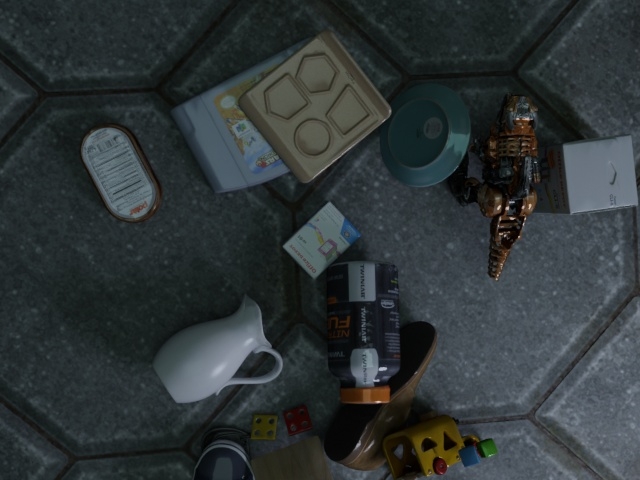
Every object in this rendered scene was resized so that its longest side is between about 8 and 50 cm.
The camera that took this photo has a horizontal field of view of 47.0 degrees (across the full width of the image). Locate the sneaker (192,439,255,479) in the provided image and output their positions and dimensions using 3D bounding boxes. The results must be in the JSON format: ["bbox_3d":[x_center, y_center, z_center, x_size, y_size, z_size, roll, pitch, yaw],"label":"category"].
[{"bbox_3d":[-0.181,0.530,1.319,0.126,0.127,0.321,4,95,-1],"label":"sneaker"}]

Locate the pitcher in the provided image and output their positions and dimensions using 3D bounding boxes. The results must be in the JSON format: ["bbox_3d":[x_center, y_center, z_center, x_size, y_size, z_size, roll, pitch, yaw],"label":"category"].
[{"bbox_3d":[-0.180,0.219,1.324,0.207,0.125,0.178,-32,111,-14],"label":"pitcher"}]

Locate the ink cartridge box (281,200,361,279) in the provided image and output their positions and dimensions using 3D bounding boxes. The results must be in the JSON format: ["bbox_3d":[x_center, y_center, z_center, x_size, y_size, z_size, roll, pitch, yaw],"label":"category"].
[{"bbox_3d":[0.000,0.000,1.355,0.122,0.052,0.088,-44,96,-1],"label":"ink cartridge box"}]

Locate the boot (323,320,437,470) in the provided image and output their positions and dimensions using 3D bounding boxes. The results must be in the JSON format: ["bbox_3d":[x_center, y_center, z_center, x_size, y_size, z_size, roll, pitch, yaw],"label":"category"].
[{"bbox_3d":[0.132,0.292,1.377,0.115,0.112,0.305,38,84,-36],"label":"boot"}]

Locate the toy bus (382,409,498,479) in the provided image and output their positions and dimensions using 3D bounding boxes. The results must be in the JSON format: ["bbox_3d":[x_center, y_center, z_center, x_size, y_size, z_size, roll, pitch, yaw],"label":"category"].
[{"bbox_3d":[0.211,0.368,1.349,0.191,0.202,0.104,-22,77,4],"label":"toy bus"}]

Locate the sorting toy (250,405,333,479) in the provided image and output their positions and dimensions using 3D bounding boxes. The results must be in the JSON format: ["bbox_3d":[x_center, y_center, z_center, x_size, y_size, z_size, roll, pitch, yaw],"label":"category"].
[{"bbox_3d":[-0.046,0.432,1.325,0.132,0.046,0.274,-20,57,-4],"label":"sorting toy"}]

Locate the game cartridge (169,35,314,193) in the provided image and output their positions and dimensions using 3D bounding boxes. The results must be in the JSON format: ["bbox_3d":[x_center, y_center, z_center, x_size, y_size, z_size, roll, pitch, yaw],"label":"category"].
[{"bbox_3d":[-0.096,-0.216,1.335,0.297,0.062,0.198,-29,91,-4],"label":"game cartridge"}]

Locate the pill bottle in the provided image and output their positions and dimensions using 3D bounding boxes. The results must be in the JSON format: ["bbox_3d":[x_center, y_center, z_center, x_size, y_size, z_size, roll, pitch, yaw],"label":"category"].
[{"bbox_3d":[0.077,0.165,1.306,0.130,0.130,0.246,0,79,-6],"label":"pill bottle"}]

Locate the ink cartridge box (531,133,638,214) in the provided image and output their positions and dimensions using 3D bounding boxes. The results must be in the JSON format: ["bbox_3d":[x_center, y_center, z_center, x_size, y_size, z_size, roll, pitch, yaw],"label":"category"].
[{"bbox_3d":[0.469,-0.117,1.333,0.127,0.176,0.128,-8,93,-5],"label":"ink cartridge box"}]

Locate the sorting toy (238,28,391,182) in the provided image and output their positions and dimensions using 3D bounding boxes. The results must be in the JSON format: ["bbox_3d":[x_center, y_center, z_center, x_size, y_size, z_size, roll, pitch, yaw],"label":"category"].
[{"bbox_3d":[-0.010,-0.236,1.302,0.208,0.038,0.193,-39,96,2],"label":"sorting toy"}]

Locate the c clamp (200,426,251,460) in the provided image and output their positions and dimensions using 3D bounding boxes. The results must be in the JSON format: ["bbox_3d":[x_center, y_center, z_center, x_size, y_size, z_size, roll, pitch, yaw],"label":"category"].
[{"bbox_3d":[-0.153,0.421,1.380,0.137,0.022,0.161,-12,96,0],"label":"c clamp"}]

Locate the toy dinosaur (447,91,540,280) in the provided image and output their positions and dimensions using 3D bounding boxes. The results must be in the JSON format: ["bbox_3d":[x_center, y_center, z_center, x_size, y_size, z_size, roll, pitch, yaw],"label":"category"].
[{"bbox_3d":[0.308,-0.095,1.284,0.164,0.218,0.322,18,107,-13],"label":"toy dinosaur"}]

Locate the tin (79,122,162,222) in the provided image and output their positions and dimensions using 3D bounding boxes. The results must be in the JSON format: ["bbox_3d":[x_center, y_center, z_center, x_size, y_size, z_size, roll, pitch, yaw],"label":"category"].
[{"bbox_3d":[-0.360,-0.121,1.322,0.106,0.040,0.190,-27,95,1],"label":"tin"}]

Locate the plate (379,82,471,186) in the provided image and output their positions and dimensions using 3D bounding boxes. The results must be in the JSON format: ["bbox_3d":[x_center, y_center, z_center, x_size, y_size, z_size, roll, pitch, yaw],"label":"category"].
[{"bbox_3d":[0.179,-0.190,1.316,0.188,0.024,0.188,-4,84,38],"label":"plate"}]
